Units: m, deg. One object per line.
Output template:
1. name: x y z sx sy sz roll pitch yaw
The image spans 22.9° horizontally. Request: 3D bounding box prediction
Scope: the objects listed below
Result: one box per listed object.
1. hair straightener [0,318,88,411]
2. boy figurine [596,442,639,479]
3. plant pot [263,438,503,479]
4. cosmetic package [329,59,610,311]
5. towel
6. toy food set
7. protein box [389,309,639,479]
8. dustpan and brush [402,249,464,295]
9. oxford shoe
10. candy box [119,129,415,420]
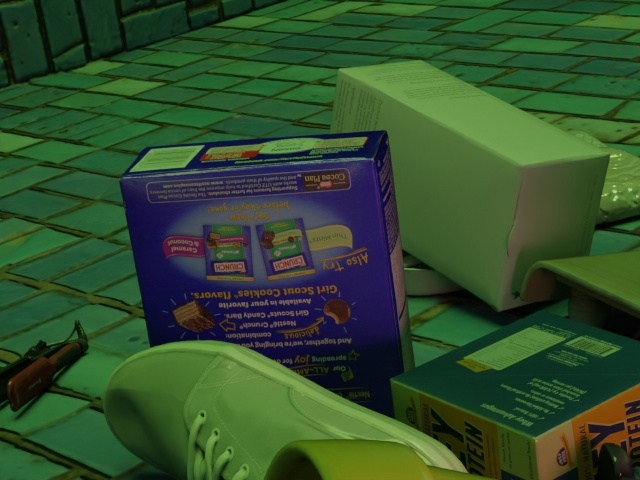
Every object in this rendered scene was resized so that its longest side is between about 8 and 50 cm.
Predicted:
1. hair straightener: -0.358 0.147 1.930 0.089 0.047 0.230 -1 20 19
2. boy figurine: 0.384 0.216 1.326 0.285 0.092 0.177 -5 29 -6
3. plant pot: 0.093 0.267 1.131 0.239 0.254 0.254 1 16 -18
4. cosmetic package: 0.172 -0.079 1.996 0.155 0.197 0.365 -11 31 -37
5. towel: 0.310 -0.075 2.268 0.331 0.053 0.317 -14 20 -13
6. toy food set: 0.395 0.085 1.753 0.219 0.092 0.306 -5 17 -26
7. protein box: 0.207 0.178 1.462 0.201 0.136 0.199 -21 23 -32
8. dustpan and brush: 0.106 0.036 2.024 0.211 0.060 0.147 -18 21 -26
9. oxford shoe: -0.063 0.205 1.476 0.449 0.169 0.130 16 32 40
10. candy box: -0.046 0.058 1.640 0.268 0.317 0.122 -3 18 13
